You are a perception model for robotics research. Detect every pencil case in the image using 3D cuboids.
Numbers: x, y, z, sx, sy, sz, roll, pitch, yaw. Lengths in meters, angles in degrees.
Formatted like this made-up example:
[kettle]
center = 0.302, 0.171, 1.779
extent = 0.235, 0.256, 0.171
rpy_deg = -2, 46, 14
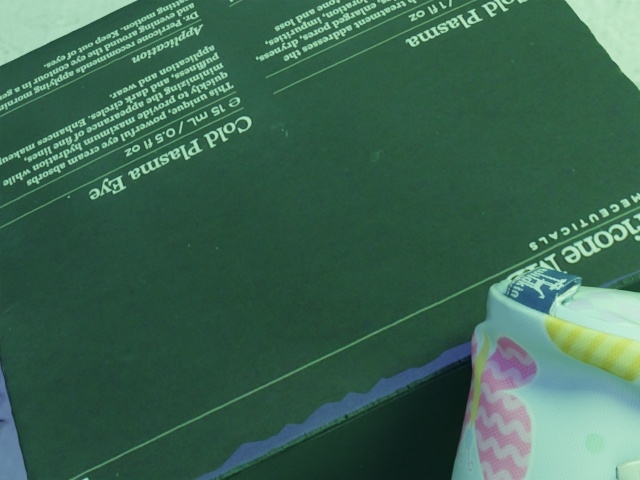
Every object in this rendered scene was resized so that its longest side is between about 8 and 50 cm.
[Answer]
[pencil case]
center = 0.100, 0.149, 0.412
extent = 0.124, 0.114, 0.273
rpy_deg = 24, 105, 60

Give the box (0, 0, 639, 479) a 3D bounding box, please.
[box]
center = 0.000, 0.000, 0.617
extent = 0.343, 0.179, 0.312
rpy_deg = -25, 53, 0
